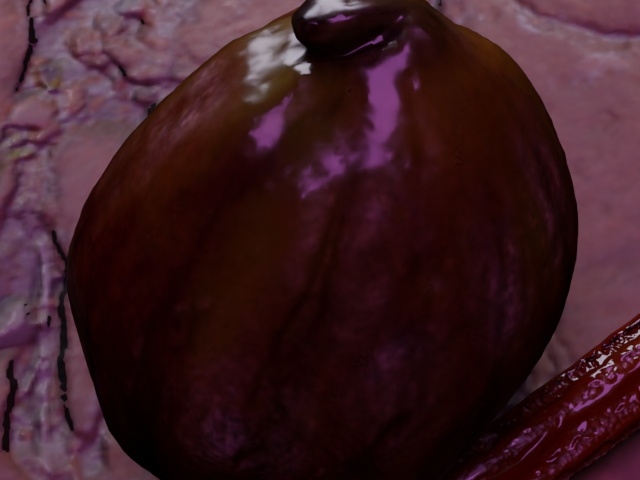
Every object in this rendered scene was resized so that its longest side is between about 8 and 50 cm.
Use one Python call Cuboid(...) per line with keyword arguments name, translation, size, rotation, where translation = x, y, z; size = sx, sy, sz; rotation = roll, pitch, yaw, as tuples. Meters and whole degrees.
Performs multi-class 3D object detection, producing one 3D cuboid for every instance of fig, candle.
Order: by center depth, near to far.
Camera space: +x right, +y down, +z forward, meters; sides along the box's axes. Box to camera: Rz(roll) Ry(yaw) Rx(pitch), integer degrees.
Cuboid(name="fig", translation=(0.002, 0.009, 0.764), size=(0.224, 0.263, 0.224), rotation=(15, 62, -29))
Cuboid(name="candle", translation=(0.166, 0.051, 0.815), size=(0.329, 0.051, 0.048), rotation=(-35, 69, -12))
